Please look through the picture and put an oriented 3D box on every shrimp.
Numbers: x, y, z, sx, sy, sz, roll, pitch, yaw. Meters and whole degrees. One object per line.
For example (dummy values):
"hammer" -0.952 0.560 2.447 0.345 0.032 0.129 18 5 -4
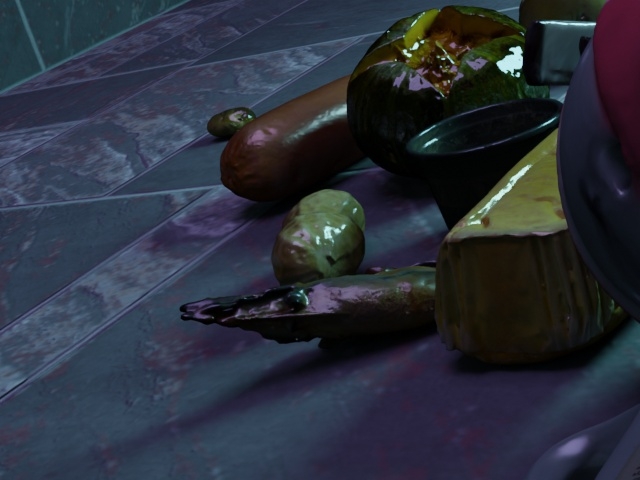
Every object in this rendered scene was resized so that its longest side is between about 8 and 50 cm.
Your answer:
"shrimp" 0.011 0.061 1.206 0.262 0.066 0.117 -5 3 -2

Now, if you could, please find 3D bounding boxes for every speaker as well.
"speaker" 0.287 -0.055 0.896 0.294 0.294 0.294 -17 18 6

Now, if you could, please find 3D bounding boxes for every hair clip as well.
"hair clip" 0.360 -0.182 1.410 0.330 0.085 0.101 -4 10 -33

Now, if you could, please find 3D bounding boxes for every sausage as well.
"sausage" -0.012 -0.125 1.701 0.259 0.114 0.113 -30 21 -34

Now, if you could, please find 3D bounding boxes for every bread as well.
"bread" 0.208 -0.013 1.129 0.152 0.119 0.288 -1 26 36

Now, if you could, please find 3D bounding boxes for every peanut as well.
"peanut" 0.002 0.000 1.359 0.089 0.089 0.193 -15 18 10

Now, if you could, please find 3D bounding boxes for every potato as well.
"potato" 0.349 -0.296 1.812 0.154 0.137 0.200 6 -2 -40
"potato" -0.133 -0.177 2.084 0.083 0.040 0.051 -6 16 31

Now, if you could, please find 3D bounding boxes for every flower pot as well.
"flower pot" 0.170 -0.063 1.338 0.157 0.107 0.157 -16 15 4

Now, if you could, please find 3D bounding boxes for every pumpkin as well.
"pumpkin" 0.145 -0.160 1.565 0.238 0.159 0.238 -9 40 8

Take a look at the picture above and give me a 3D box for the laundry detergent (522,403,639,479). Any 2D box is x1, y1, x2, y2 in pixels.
"laundry detergent" 0.205 0.133 0.720 0.215 0.105 0.280 -16 19 15
